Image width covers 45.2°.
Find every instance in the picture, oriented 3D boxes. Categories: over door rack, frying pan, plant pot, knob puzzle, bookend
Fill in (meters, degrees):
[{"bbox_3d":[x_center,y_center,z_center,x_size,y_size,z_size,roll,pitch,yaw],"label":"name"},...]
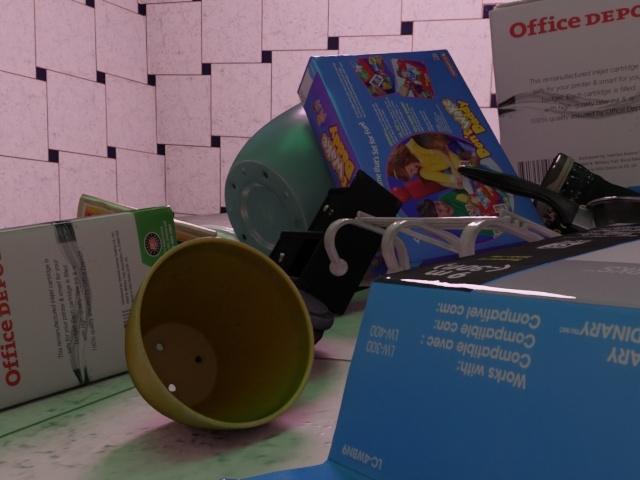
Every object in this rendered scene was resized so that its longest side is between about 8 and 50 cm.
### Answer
[{"bbox_3d":[0.196,0.039,0.722,0.324,0.108,0.239,7,-1,-27],"label":"over door rack"},{"bbox_3d":[0.321,-0.022,0.815,0.326,0.053,0.197,17,-7,-8],"label":"frying pan"},{"bbox_3d":[-0.085,0.078,0.553,0.134,0.134,0.095,-11,-17,-39],"label":"plant pot"},{"bbox_3d":[-0.236,0.039,0.993,0.213,0.213,0.030,-5,44,14],"label":"knob puzzle"},{"bbox_3d":[0.000,0.000,0.947,0.072,0.157,0.156,36,-14,-25],"label":"bookend"},{"bbox_3d":[-0.008,-0.078,1.218,0.235,0.293,0.293,-28,18,-39],"label":"plant pot"}]

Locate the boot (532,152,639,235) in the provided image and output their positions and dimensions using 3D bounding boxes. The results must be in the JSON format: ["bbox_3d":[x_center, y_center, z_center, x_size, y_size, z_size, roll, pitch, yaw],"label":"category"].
[{"bbox_3d":[0.384,-0.018,1.081,0.178,0.085,0.236,24,-21,15],"label":"boot"}]

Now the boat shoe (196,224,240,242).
[{"bbox_3d":[-0.241,0.037,1.287,0.277,0.098,0.096,-2,30,16],"label":"boat shoe"}]

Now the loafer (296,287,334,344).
[{"bbox_3d":[-0.070,0.077,0.765,0.109,0.095,0.302,23,0,-19],"label":"loafer"}]

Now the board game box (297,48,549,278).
[{"bbox_3d":[0.135,-0.111,1.073,0.233,0.347,0.078,-9,-29,-23],"label":"board game box"}]

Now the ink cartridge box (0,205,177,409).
[{"bbox_3d":[-0.238,0.055,0.726,0.208,0.153,0.087,-11,6,-44],"label":"ink cartridge box"}]

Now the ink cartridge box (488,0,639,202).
[{"bbox_3d":[0.447,-0.200,1.254,0.285,0.395,0.166,-4,7,25],"label":"ink cartridge box"}]

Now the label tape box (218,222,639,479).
[{"bbox_3d":[0.151,0.064,0.387,0.347,0.115,0.249,-8,6,-32],"label":"label tape box"}]
